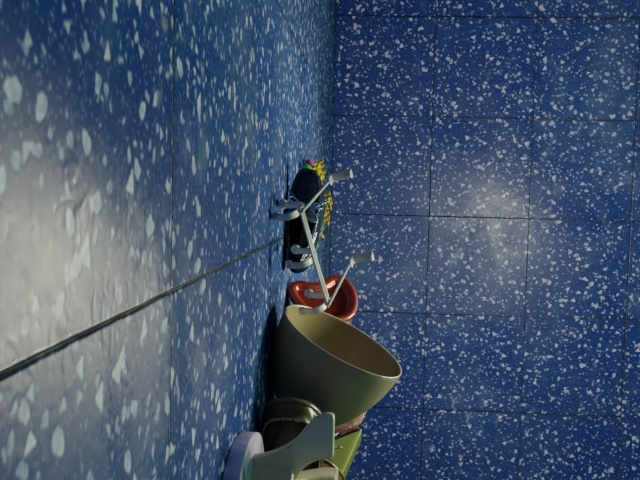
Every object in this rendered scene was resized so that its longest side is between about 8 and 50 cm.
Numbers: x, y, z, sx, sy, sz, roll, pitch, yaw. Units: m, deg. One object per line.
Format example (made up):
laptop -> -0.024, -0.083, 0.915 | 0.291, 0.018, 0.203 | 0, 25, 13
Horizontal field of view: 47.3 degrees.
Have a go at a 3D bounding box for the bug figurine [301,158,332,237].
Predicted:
bug figurine -> -0.014, -0.131, 2.154 | 0.279, 0.072, 0.216 | -75, 155, -75

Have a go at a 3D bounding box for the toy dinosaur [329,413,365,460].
toy dinosaur -> 0.029, 0.459, 1.857 | 0.200, 0.296, 0.127 | 35, -39, 59

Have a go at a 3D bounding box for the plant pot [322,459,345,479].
plant pot -> -0.037, 0.605, 1.656 | 0.165, 0.167, 0.167 | -69, 162, -56

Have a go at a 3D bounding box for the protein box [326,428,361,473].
protein box -> 0.014, 0.606, 2.039 | 0.201, 0.136, 0.199 | 82, 33, -67

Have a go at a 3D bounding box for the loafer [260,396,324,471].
loafer -> -0.054, 0.468, 1.424 | 0.130, 0.134, 0.365 | -81, 172, -63

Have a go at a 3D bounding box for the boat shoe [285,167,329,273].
boat shoe -> -0.033, -0.050, 1.762 | 0.089, 0.109, 0.258 | 44, 46, -80

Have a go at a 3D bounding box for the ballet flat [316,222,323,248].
ballet flat -> -0.045, -0.006, 1.927 | 0.247, 0.083, 0.087 | -77, -168, -71

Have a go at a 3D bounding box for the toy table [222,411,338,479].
toy table -> -0.059, 0.399, 1.170 | 0.274, 0.161, 0.252 | -56, 147, -81

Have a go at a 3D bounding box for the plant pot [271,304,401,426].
plant pot -> 0.006, 0.293, 1.581 | 0.190, 0.284, 0.284 | -62, -179, 10

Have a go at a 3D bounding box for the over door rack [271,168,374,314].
over door rack -> 0.000, 0.000, 1.661 | 0.324, 0.108, 0.239 | -41, 119, -57

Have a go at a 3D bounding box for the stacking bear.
stacking bear -> -0.008, 0.257, 1.913 | 0.164, 0.175, 0.289 | 57, -36, 43
